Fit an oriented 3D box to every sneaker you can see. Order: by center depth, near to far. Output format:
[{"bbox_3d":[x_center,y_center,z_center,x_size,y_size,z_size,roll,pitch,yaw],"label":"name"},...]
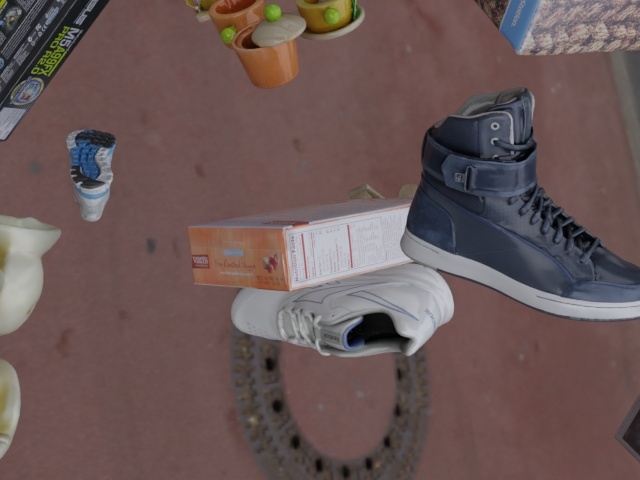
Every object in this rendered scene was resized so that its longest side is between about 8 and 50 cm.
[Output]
[{"bbox_3d":[0.183,-0.033,0.874,0.086,0.226,0.163,-40,144,-58],"label":"sneaker"},{"bbox_3d":[0.011,0.089,1.330,0.129,0.297,0.111,-48,128,-56],"label":"sneaker"},{"bbox_3d":[-0.334,-0.094,1.535,0.071,0.083,0.191,3,33,-10],"label":"sneaker"}]

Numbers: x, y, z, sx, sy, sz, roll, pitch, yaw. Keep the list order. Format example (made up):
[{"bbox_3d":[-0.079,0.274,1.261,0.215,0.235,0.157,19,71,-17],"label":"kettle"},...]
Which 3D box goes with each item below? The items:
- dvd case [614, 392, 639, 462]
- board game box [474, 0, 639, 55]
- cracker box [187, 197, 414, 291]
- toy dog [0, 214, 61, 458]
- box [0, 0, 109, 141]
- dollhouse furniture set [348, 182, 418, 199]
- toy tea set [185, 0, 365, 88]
[{"bbox_3d":[0.516,0.253,1.530,0.029,0.239,0.179,28,96,-7],"label":"dvd case"},{"bbox_3d":[0.166,-0.312,0.762,0.141,0.232,0.291,-7,46,-25],"label":"board game box"},{"bbox_3d":[0.000,0.000,1.115,0.232,0.155,0.067,-11,98,-41],"label":"cracker box"},{"bbox_3d":[-0.404,0.170,1.003,0.284,0.395,0.408,10,94,-26],"label":"toy dog"},{"bbox_3d":[-0.417,-0.298,1.384,0.216,0.270,0.060,49,21,17],"label":"box"},{"bbox_3d":[0.191,-0.049,1.932,0.212,0.242,0.161,32,40,-52],"label":"dollhouse furniture set"},{"bbox_3d":[-0.061,-0.318,1.309,0.336,0.200,0.124,-120,-170,-54],"label":"toy tea set"}]
